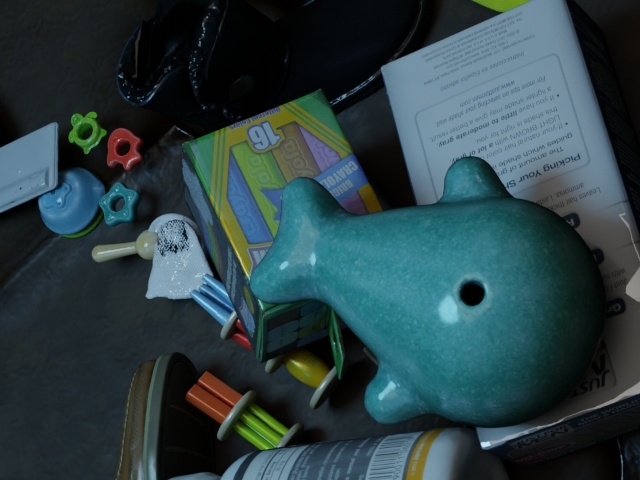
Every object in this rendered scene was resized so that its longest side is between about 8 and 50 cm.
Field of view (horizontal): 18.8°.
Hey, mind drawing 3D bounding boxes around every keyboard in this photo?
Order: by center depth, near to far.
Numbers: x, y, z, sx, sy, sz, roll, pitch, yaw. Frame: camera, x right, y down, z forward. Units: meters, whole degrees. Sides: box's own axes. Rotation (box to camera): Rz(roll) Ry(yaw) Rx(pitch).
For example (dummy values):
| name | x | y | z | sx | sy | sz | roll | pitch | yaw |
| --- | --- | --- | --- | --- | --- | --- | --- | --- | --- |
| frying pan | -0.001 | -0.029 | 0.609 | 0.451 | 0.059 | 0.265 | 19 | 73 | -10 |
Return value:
| name | x | y | z | sx | sy | sz | roll | pitch | yaw |
| --- | --- | --- | --- | --- | --- | --- | --- | --- | --- |
| keyboard | -0.350 | -0.043 | 1.893 | 0.256 | 0.014 | 0.072 | -21 | 52 | 32 |

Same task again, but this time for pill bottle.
| name | x | y | z | sx | sy | sz | roll | pitch | yaw |
| --- | --- | --- | --- | --- | --- | --- | --- | --- | --- |
| pill bottle | 0.007 | 0.242 | 1.558 | 0.278 | 0.162 | 0.162 | -10 | 71 | 26 |

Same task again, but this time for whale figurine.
| name | x | y | z | sx | sy | sz | roll | pitch | yaw |
| --- | --- | --- | --- | --- | --- | --- | --- | --- | --- |
| whale figurine | 0.077 | 0.033 | 1.444 | 0.272 | 0.141 | 0.216 | 21 | 86 | 14 |

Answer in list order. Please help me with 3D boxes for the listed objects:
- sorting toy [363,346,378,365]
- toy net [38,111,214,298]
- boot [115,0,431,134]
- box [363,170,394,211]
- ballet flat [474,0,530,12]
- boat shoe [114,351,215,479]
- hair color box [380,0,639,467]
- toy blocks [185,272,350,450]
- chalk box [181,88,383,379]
| name | x | y | z | sx | sy | sz | roll | pitch | yaw |
| --- | --- | --- | --- | --- | --- | --- | --- | --- | --- |
| sorting toy | 0.094 | 0.093 | 1.626 | 0.083 | 0.045 | 0.075 | -43 | 68 | 10 |
| toy net | -0.168 | -0.024 | 1.800 | 0.232 | 0.045 | 0.122 | 33 | 91 | 30 |
| boot | -0.038 | -0.177 | 1.677 | 0.246 | 0.207 | 0.094 | -39 | 61 | 12 |
| box | 0.000 | 0.000 | 1.709 | 0.137 | 0.027 | 0.094 | -42 | 63 | 11 |
| ballet flat | 0.115 | -0.271 | 1.697 | 0.231 | 0.077 | 0.077 | 39 | 95 | 31 |
| boat shoe | -0.159 | 0.250 | 1.673 | 0.104 | 0.111 | 0.307 | -8 | 72 | 25 |
| hair color box | 0.182 | -0.009 | 1.569 | 0.174 | 0.105 | 0.347 | -22 | 66 | 21 |
| toy blocks | -0.068 | 0.110 | 1.671 | 0.148 | 0.054 | 0.123 | 37 | 94 | 11 |
| chalk box | -0.014 | 0.009 | 1.599 | 0.132 | 0.132 | 0.213 | -23 | 73 | -11 |
